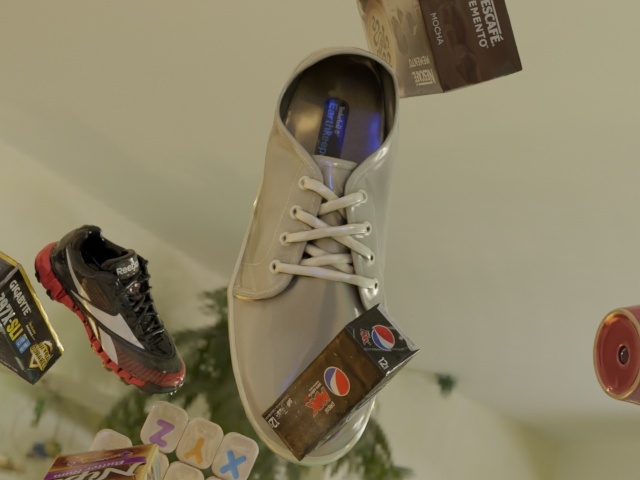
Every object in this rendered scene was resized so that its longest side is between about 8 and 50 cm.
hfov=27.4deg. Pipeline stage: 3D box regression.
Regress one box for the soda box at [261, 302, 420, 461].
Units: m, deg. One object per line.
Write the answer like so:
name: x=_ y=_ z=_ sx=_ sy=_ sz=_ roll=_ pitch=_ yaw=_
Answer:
soda box: x=0.016 y=0.130 z=1.182 sx=0.060 sy=0.053 sz=0.169 roll=49 pitch=-45 yaw=10

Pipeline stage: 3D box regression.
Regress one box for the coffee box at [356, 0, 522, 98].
coffee box: x=0.158 y=-0.293 z=1.841 sx=0.118 sy=0.168 sz=0.297 roll=-17 pitch=8 yaw=-11

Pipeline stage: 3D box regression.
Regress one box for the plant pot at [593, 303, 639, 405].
plant pot: x=0.497 y=0.163 z=1.863 sx=0.180 sy=0.201 sz=0.201 roll=4 pitch=-14 yaw=-20

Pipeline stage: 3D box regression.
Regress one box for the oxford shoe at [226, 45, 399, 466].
oxford shoe: x=0.000 y=0.000 z=1.335 sx=0.169 sy=0.449 sz=0.130 roll=9 pitch=-14 yaw=-7

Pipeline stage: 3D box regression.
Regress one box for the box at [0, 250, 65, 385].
box: x=-0.535 y=0.051 z=1.891 sx=0.322 sy=0.079 sz=0.257 roll=29 pitch=-27 yaw=22

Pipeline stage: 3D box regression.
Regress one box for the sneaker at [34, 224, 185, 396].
sneaker: x=-0.273 y=0.090 z=1.807 sx=0.276 sy=0.097 sz=0.135 roll=50 pitch=-53 yaw=5

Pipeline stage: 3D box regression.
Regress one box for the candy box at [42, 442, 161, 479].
candy box: x=-0.222 y=0.255 z=1.322 sx=0.109 sy=0.053 sz=0.187 roll=-7 pitch=7 yaw=-1

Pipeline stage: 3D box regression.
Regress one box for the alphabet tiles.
alphabet tiles: x=-0.216 y=0.387 z=1.889 sx=0.284 sy=0.278 sz=0.021 roll=25 pitch=-5 yaw=-8
